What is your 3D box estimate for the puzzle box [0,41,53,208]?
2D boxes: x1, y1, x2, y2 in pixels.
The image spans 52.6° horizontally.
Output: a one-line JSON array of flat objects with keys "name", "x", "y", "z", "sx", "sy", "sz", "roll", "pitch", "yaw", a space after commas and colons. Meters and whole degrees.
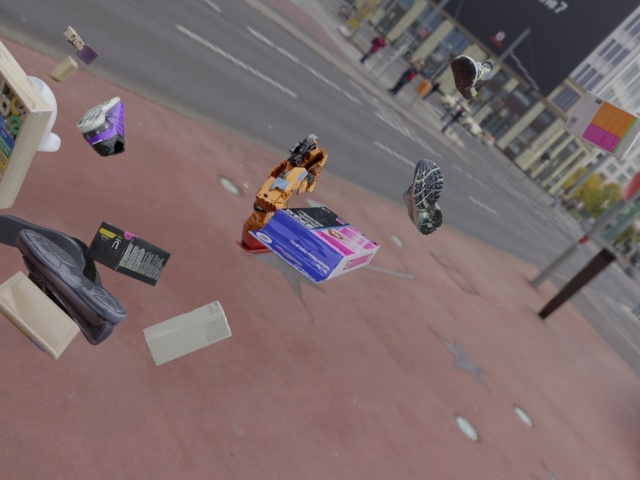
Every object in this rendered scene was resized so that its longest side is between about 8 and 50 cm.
[{"name": "puzzle box", "x": -0.714, "y": -0.298, "z": 1.323, "sx": 0.409, "sy": 0.272, "sz": 0.052, "roll": 49, "pitch": 33, "yaw": 16}]

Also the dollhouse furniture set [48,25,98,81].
[{"name": "dollhouse furniture set", "x": -0.583, "y": -0.425, "z": 1.455, "sx": 0.081, "sy": 0.114, "sz": 0.091, "roll": 48, "pitch": 1, "yaw": 28}]

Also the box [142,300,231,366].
[{"name": "box", "x": -0.453, "y": 0.315, "z": 2.208, "sx": 0.094, "sy": 0.275, "sz": 0.113, "roll": -133, "pitch": -153, "yaw": -59}]

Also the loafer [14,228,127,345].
[{"name": "loafer", "x": -0.534, "y": 0.095, "z": 1.334, "sx": 0.302, "sy": 0.095, "sz": 0.109, "roll": 38, "pitch": 4, "yaw": 15}]

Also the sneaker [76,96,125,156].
[{"name": "sneaker", "x": -0.648, "y": -0.334, "z": 1.980, "sx": 0.293, "sy": 0.102, "sz": 0.146, "roll": -94, "pitch": 160, "yaw": -62}]

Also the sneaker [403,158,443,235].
[{"name": "sneaker", "x": 0.301, "y": -0.144, "z": 2.009, "sx": 0.122, "sy": 0.110, "sz": 0.283, "roll": 47, "pitch": -24, "yaw": 39}]

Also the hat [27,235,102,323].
[{"name": "hat", "x": -0.756, "y": 0.158, "z": 1.965, "sx": 0.331, "sy": 0.331, "sz": 0.134, "roll": 53, "pitch": 13, "yaw": 26}]

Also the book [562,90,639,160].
[{"name": "book", "x": 0.615, "y": -0.249, "z": 1.406, "sx": 0.144, "sy": 0.096, "sz": 0.035, "roll": 40, "pitch": 22, "yaw": 28}]

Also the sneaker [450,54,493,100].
[{"name": "sneaker", "x": 0.402, "y": -0.445, "z": 1.692, "sx": 0.084, "sy": 0.097, "sz": 0.235, "roll": 54, "pitch": 7, "yaw": 9}]

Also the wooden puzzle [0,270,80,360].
[{"name": "wooden puzzle", "x": -0.718, "y": 0.189, "z": 1.628, "sx": 0.221, "sy": 0.044, "sz": 0.238, "roll": 48, "pitch": 1, "yaw": -13}]

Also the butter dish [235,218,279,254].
[{"name": "butter dish", "x": -0.151, "y": -0.034, "z": 1.802, "sx": 0.160, "sy": 0.118, "sz": 0.160, "roll": -8, "pitch": 13, "yaw": -18}]

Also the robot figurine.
[{"name": "robot figurine", "x": -0.076, "y": -0.132, "z": 1.582, "sx": 0.085, "sy": 0.211, "sz": 0.291, "roll": 33, "pitch": 50, "yaw": 5}]

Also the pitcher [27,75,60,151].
[{"name": "pitcher", "x": -0.778, "y": -0.318, "z": 1.689, "sx": 0.178, "sy": 0.207, "sz": 0.125, "roll": -18, "pitch": 61, "yaw": -26}]

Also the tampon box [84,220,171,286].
[{"name": "tampon box", "x": -0.493, "y": 0.036, "z": 1.669, "sx": 0.120, "sy": 0.101, "sz": 0.161, "roll": 21, "pitch": -9, "yaw": 29}]

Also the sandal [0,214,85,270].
[{"name": "sandal", "x": -0.695, "y": 0.004, "z": 1.620, "sx": 0.255, "sy": 0.097, "sz": 0.054, "roll": 28, "pitch": 5, "yaw": 2}]

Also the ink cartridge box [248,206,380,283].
[{"name": "ink cartridge box", "x": 0.000, "y": 0.000, "z": 1.409, "sx": 0.176, "sy": 0.069, "sz": 0.371, "roll": 37, "pitch": 17, "yaw": 14}]
